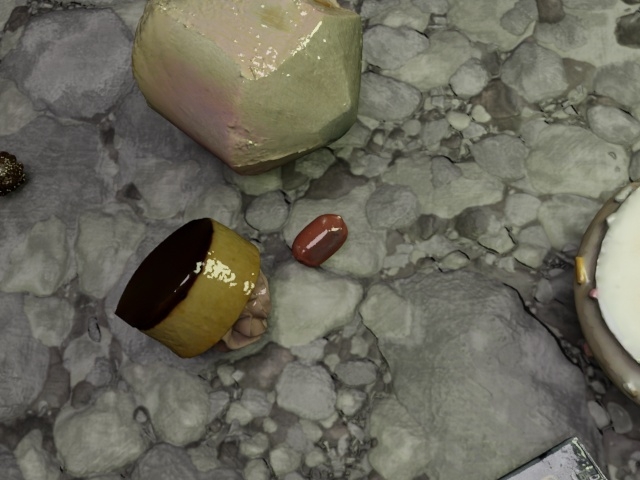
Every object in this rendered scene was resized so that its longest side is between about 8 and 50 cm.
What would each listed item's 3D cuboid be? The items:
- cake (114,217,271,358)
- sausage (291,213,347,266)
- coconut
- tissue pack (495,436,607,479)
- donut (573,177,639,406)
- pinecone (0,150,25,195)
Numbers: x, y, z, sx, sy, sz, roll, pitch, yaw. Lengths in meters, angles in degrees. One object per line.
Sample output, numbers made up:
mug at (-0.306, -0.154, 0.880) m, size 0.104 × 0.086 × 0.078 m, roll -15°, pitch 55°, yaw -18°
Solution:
cake at (-0.158, 0.087, 0.981) m, size 0.208 × 0.178 × 0.185 m, roll -36°, pitch 29°, yaw 10°
sausage at (0.000, 0.000, 1.033) m, size 0.094 × 0.054 × 0.059 m, roll -41°, pitch 111°, yaw -5°
coconut at (-0.084, -0.250, 1.011) m, size 0.310 × 0.297 × 0.297 m, roll 32°, pitch 78°, yaw 16°
tissue pack at (0.292, 0.339, 0.886) m, size 0.156 × 0.051 × 0.112 m, roll -29°, pitch 69°, yaw -3°
donut at (0.518, 0.076, 0.899) m, size 0.383 × 0.142 × 0.382 m, roll -2°, pitch 72°, yaw 6°
pinecone at (-0.532, -0.114, 1.137) m, size 0.077 × 0.077 × 0.083 m, roll -47°, pitch 46°, yaw -9°
